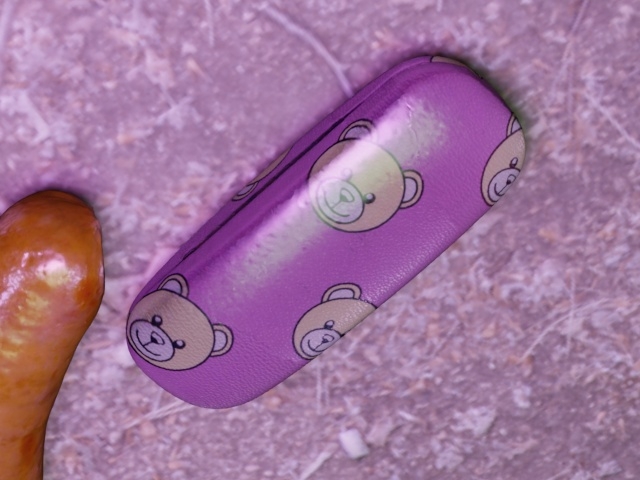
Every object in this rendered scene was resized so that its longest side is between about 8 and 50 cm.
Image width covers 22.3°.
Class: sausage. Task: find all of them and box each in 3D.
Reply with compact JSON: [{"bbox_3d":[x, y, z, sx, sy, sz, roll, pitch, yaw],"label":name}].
[{"bbox_3d":[-0.217,0.085,1.121,0.108,0.109,0.271,13,119,-18],"label":"sausage"}]

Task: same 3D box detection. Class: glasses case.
[{"bbox_3d":[0.000,0.000,1.119,0.316,0.076,0.123,-40,122,15],"label":"glasses case"}]
